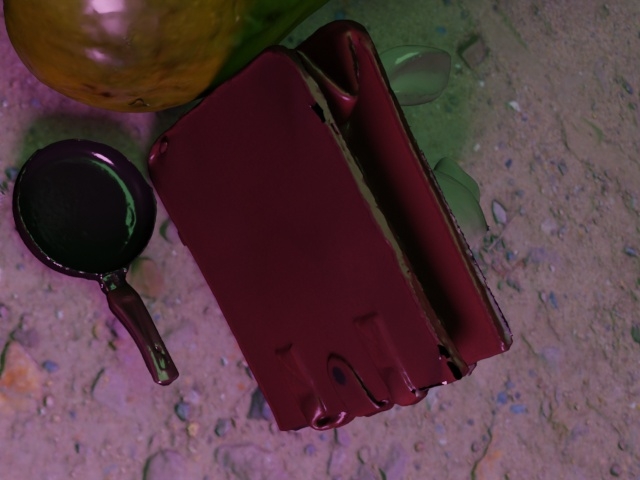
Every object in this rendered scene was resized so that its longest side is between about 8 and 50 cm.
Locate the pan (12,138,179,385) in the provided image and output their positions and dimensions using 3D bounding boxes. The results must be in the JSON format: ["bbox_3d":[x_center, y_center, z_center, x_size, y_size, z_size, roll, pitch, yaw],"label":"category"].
[{"bbox_3d":[-0.163,0.019,1.010,0.115,0.040,0.212,-19,78,-34],"label":"pan"}]

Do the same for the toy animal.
[{"bbox_3d":[0.057,-0.055,1.109,0.178,0.127,0.193,-30,89,-35],"label":"toy animal"}]

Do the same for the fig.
[{"bbox_3d":[-0.103,-0.196,1.000,0.314,0.233,0.233,20,65,-17],"label":"fig"}]

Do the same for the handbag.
[{"bbox_3d":[-0.001,0.000,0.981,0.084,0.260,0.275,-23,88,-35],"label":"handbag"}]
